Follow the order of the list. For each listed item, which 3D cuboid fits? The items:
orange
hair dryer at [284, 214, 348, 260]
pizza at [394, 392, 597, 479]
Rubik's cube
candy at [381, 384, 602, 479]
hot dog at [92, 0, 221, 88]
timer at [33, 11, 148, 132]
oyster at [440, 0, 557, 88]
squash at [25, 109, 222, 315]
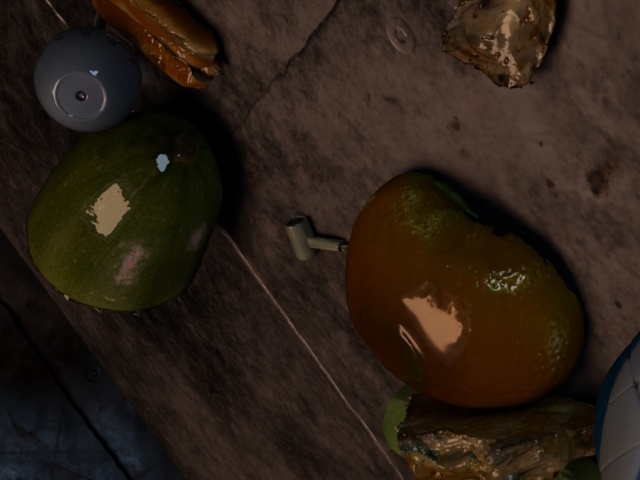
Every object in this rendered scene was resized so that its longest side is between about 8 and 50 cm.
[{"bbox_3d":[0.152,0.069,1.462,0.334,0.196,0.262,45,140,33],"label":"orange"},{"bbox_3d":[0.000,0.000,1.762,0.124,0.038,0.063,8,129,49],"label":"hair dryer"},{"bbox_3d":[0.213,0.249,1.465,0.324,0.223,0.089,0,103,38],"label":"pizza"},{"bbox_3d":[0.382,0.214,1.181,0.254,0.254,0.254,39,150,28],"label":"Rubik's cube"},{"bbox_3d":[0.234,0.300,1.624,0.344,0.132,0.142,23,126,46],"label":"candy"},{"bbox_3d":[-0.243,-0.320,1.733,0.269,0.072,0.109,43,150,18],"label":"hot dog"},{"bbox_3d":[-0.327,-0.260,1.809,0.175,0.255,0.175,10,118,20],"label":"timer"},{"bbox_3d":[0.182,-0.221,1.167,0.105,0.056,0.177,32,149,16],"label":"oyster"},{"bbox_3d":[-0.302,-0.076,1.876,0.310,0.310,0.309,49,151,10],"label":"squash"}]
